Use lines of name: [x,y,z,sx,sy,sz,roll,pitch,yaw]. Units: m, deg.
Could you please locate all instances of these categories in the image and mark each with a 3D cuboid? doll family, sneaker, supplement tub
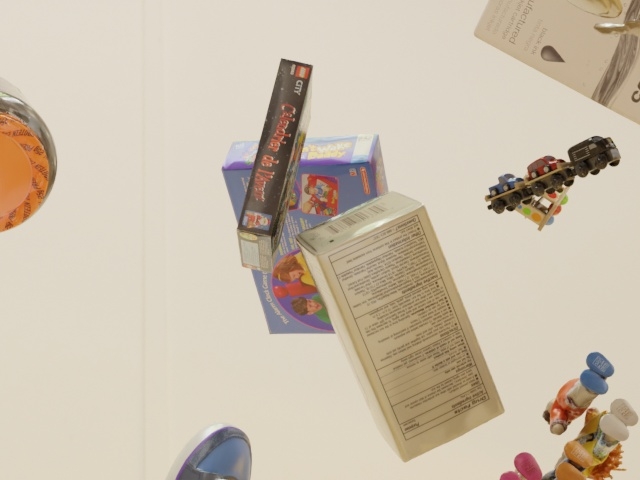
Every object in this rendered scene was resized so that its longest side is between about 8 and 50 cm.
doll family: [0.270,0.262,1.173,0.118,0.163,0.263,39,-121,14]
sneaker: [-0.102,0.387,1.280,0.130,0.236,0.323,44,-121,-38]
supplement tub: [-0.279,-0.073,0.850,0.117,0.117,0.190,-5,-163,-20]

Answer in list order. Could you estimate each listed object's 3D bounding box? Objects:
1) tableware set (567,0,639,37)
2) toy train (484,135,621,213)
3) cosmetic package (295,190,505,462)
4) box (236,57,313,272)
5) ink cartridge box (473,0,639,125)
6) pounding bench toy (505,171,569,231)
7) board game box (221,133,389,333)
tableware set: [0.221,-0.203,0.770,0.128,0.194,0.039,35,-89,-19]
toy train: [0.212,-0.062,0.980,0.027,0.158,0.036,-12,-99,-40]
cosmetic package: [0.099,0.105,1.320,0.153,0.129,0.296,-24,-75,-9]
box: [-0.056,-0.092,1.335,0.044,0.159,0.233,12,-108,3]
ink cartridge box: [0.335,-0.237,1.075,0.283,0.207,0.117,35,-159,26]
pounding bench toy: [0.294,-0.064,1.379,0.065,0.052,0.083,34,-130,9]
board game box: [0.000,0.000,1.666,0.233,0.347,0.078,-1,-141,15]
